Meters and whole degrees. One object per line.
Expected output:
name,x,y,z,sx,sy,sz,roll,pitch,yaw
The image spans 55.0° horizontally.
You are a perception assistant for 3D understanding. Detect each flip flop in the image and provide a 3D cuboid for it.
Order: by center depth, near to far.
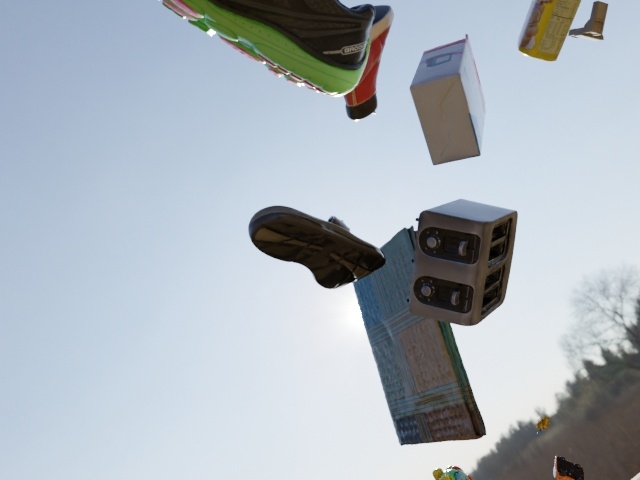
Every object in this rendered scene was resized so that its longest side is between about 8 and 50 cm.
flip flop,0.000,0.000,0.897,0.112,0.080,0.277,-32,-36,27

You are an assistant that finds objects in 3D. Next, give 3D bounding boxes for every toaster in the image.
toaster,0.224,0.030,0.959,0.185,0.110,0.168,-17,-64,-54

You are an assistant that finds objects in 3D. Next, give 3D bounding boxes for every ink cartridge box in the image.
ink cartridge box,0.212,-0.234,0.992,0.077,0.231,0.134,-11,-62,23

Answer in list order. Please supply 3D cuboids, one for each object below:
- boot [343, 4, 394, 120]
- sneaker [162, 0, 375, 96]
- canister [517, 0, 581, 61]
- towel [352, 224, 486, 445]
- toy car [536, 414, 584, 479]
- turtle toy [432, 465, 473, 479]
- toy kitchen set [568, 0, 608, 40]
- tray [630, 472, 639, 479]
boot,0.102,-0.373,1.304,0.244,0.088,0.176,-60,-37,-33
sneaker,-0.117,-0.405,0.930,0.482,0.185,0.202,26,-87,-32
canister,0.372,-0.382,0.969,0.126,0.073,0.170,-62,-12,-57
towel,0.165,0.187,1.141,0.040,0.370,0.271,-10,-15,-26
toy car,0.438,0.389,1.130,0.060,0.122,0.041,12,-45,-17
turtle toy,0.286,0.514,1.293,0.066,0.095,0.130,-29,1,-6
toy kitchen set,0.672,-0.537,1.513,0.068,0.083,0.075,6,-82,-20
tray,0.519,0.510,0.969,0.410,0.203,0.076,-36,-12,-5
